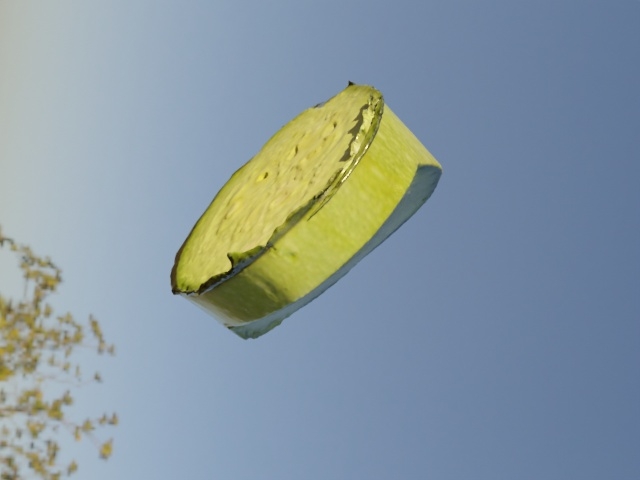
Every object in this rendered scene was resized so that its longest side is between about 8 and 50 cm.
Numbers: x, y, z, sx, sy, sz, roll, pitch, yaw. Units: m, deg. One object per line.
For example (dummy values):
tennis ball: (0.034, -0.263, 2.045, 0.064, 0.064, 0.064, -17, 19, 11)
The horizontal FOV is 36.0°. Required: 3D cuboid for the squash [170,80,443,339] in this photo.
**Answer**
squash: (-0.005, -0.005, 0.739, 0.220, 0.133, 0.220, -40, -168, 10)
